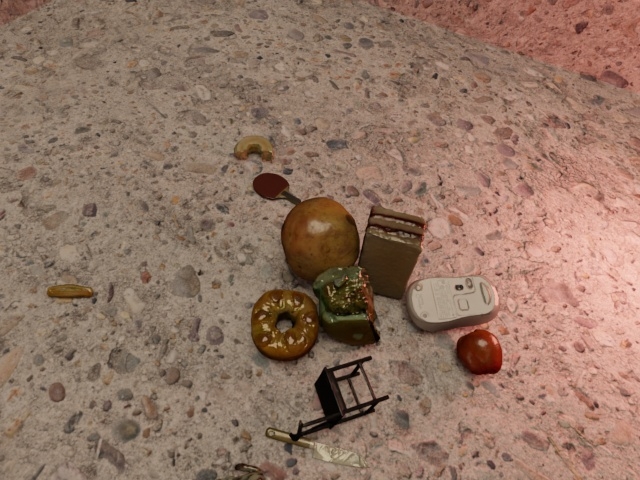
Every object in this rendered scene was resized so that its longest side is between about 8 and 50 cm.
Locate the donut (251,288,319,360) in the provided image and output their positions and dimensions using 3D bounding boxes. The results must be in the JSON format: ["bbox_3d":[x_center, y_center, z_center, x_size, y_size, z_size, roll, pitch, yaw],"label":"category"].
[{"bbox_3d":[-0.108,0.260,1.284,0.227,0.114,0.226,3,55,-4],"label":"donut"}]

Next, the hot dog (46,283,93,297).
[{"bbox_3d":[-0.797,0.161,1.332,0.137,0.028,0.044,-1,82,-4],"label":"hot dog"}]

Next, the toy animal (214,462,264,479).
[{"bbox_3d":[-0.190,0.684,1.005,0.170,0.090,0.255,-16,61,-22],"label":"toy animal"}]

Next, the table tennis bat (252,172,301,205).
[{"bbox_3d":[-0.170,-0.201,1.655,0.220,0.019,0.130,32,58,17],"label":"table tennis bat"}]

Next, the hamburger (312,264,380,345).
[{"bbox_3d":[0.078,0.201,1.276,0.192,0.288,0.167,-2,54,16],"label":"hamburger"}]

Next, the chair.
[{"bbox_3d":[0.032,0.436,1.147,0.260,0.154,0.141,-10,56,-21],"label":"chair"}]

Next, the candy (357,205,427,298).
[{"bbox_3d":[0.218,0.046,1.347,0.179,0.320,0.135,13,53,7],"label":"candy"}]

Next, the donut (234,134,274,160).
[{"bbox_3d":[-0.274,-0.383,1.742,0.166,0.065,0.108,0,55,-5],"label":"donut"}]

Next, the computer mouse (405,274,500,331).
[{"bbox_3d":[0.431,0.203,1.381,0.297,0.121,0.184,-12,65,3],"label":"computer mouse"}]

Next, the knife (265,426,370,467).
[{"bbox_3d":[-0.009,0.571,1.139,0.298,0.017,0.047,14,61,3],"label":"knife"}]

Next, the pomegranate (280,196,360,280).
[{"bbox_3d":[0.000,0.000,1.384,0.281,0.281,0.281,3,55,-4],"label":"pomegranate"}]

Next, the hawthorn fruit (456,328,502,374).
[{"bbox_3d":[0.490,0.346,1.282,0.133,0.133,0.138,-13,68,-14],"label":"hawthorn fruit"}]
